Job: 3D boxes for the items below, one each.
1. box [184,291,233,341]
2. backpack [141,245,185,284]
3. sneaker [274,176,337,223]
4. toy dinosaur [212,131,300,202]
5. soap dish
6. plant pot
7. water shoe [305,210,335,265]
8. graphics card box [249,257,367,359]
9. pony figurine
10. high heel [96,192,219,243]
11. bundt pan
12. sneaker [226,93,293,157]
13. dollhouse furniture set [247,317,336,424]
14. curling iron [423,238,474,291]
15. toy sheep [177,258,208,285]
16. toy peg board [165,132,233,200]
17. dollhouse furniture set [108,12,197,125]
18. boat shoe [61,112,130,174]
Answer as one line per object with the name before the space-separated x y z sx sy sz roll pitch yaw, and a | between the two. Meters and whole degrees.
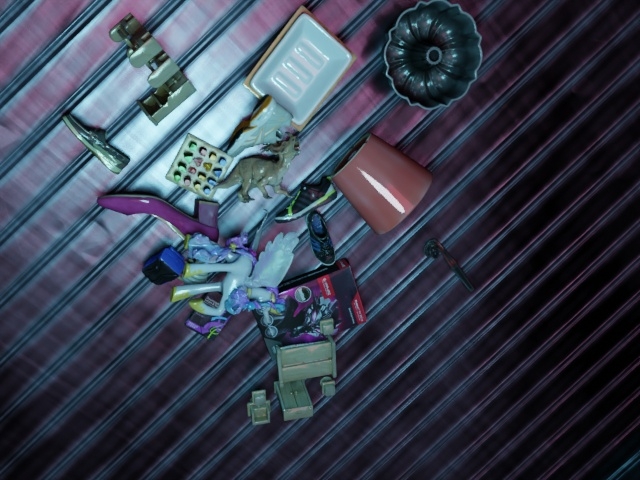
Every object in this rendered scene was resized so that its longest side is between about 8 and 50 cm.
box | -0.369 0.249 2.011 0.116 0.029 0.162 33 96 -21
backpack | -0.499 0.084 1.892 0.120 0.101 0.098 -30 111 31
sneaker | -0.057 -0.137 1.952 0.234 0.084 0.097 -28 98 -10
toy dinosaur | -0.191 -0.226 1.863 0.295 0.127 0.201 -6 92 8
soap dish | -0.065 -0.518 1.801 0.229 0.118 0.291 36 95 -21
plant pot | 0.183 -0.195 1.899 0.243 0.275 0.275 41 94 -11
water shoe | 0.000 0.000 1.992 0.072 0.080 0.203 -23 107 -5
graphics card box | -0.042 0.235 2.054 0.370 0.094 0.233 -20 111 -6
pony figurine | -0.247 0.087 1.838 0.363 0.303 0.351 10 107 -25
high heel | -0.496 -0.047 1.829 0.376 0.127 0.182 6 95 -19
bundt pan | 0.338 -0.586 1.878 0.330 0.124 0.331 -4 108 -12
sneaker | -0.185 -0.318 1.796 0.121 0.099 0.262 30 137 -26
dollhouse furniture set | -0.113 0.417 2.035 0.303 0.174 0.356 -6 112 -13
curling iron | 0.473 0.094 2.169 0.068 0.035 0.274 -45 111 7
toy sheep | -0.412 0.115 1.932 0.091 0.091 0.132 19 115 -19
toy peg board | -0.373 -0.220 1.838 0.160 0.079 0.161 27 99 -20
dollhouse furniture set | -0.493 -0.472 1.664 0.161 0.212 0.242 -41 139 -1
boat shoe | -0.657 -0.295 1.749 0.073 0.080 0.223 -43 117 -4
